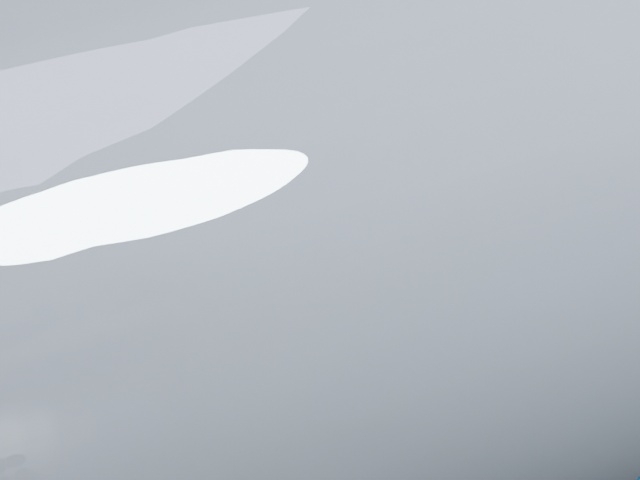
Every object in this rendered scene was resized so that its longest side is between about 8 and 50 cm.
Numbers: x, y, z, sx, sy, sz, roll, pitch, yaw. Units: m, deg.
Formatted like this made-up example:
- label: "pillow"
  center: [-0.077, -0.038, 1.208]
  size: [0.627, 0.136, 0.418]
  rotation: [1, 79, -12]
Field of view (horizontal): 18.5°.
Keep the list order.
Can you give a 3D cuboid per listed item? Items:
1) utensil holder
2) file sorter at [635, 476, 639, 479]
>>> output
- label: "utensil holder"
  center: [0.000, 0.000, 0.797]
  size: [0.385, 0.328, 0.327]
  rotation: [-15, 31, -23]
- label: "file sorter"
  center: [0.148, 0.170, 0.634]
  size: [0.118, 0.170, 0.104]
  rotation: [4, 25, 7]
